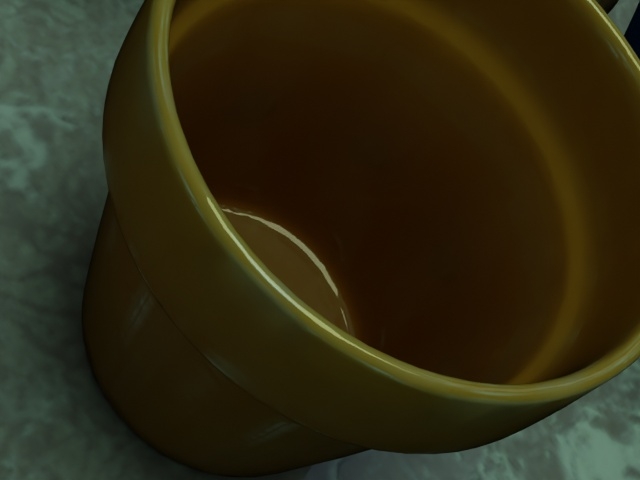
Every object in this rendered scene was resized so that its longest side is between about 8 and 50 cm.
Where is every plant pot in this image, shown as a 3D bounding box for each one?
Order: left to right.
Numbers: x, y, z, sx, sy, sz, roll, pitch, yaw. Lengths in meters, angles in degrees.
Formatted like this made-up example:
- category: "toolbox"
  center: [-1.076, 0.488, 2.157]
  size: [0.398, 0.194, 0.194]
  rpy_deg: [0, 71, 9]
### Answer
- category: "plant pot"
  center: [0.000, 0.000, 0.549]
  size: [0.205, 0.188, 0.205]
  rpy_deg: [14, 57, -22]

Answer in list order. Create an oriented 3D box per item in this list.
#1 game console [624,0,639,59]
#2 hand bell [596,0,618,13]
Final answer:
- category: "game console"
  center: [0.294, -0.024, 0.754]
  size: [0.173, 0.250, 0.293]
  rpy_deg: [-19, 71, -9]
- category: "hand bell"
  center: [0.126, -0.103, 0.737]
  size: [0.126, 0.126, 0.242]
  rpy_deg: [34, 46, -9]
